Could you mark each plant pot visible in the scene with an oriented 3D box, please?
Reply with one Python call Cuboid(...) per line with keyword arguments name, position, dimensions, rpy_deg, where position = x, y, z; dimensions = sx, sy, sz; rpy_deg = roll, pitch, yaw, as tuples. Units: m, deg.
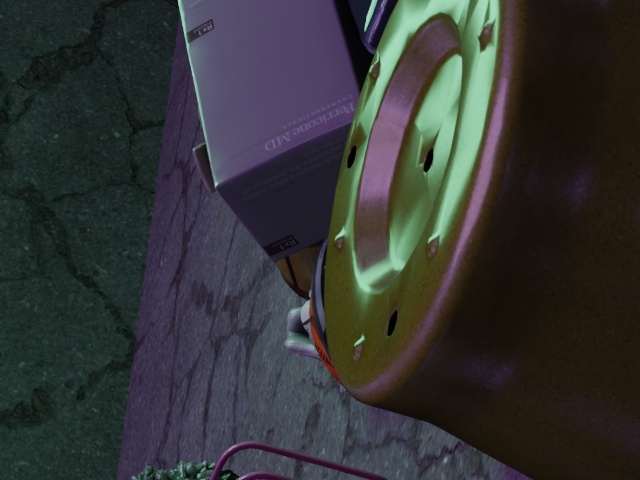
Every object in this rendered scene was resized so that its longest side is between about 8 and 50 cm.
Cuboid(name="plant pot", position=(0.201, 0.000, 0.905), dimensions=(0.366, 0.353, 0.366), rpy_deg=(-166, 90, -75))

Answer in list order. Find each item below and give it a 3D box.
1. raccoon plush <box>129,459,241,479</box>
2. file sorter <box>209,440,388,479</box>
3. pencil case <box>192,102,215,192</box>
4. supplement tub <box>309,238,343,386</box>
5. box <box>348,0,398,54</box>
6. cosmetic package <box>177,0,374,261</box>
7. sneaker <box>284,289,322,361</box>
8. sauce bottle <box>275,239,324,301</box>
Cuboid(name="raccoon plush", position=(-0.117, 0.467, 2.157), dimensions=(0.299, 0.216, 0.446), rpy_deg=(-127, 22, -55))
Cuboid(name="file sorter", position=(-0.014, 0.339, 1.701), dimensions=(0.290, 0.202, 0.182), rpy_deg=(-108, 38, -64))
Cuboid(name="pencil case", position=(0.062, -0.183, 1.625), dimensions=(0.410, 0.160, 0.183), rpy_deg=(-45, 14, -33))
Cuboid(name="supplement tub", position=(0.118, 0.026, 1.477), dimensions=(0.338, 0.207, 0.207), rpy_deg=(142, 140, -66))
Cuboid(name="box", position=(0.173, -0.268, 1.373), dimensions=(0.395, 0.294, 0.212), rpy_deg=(-104, 32, -60))
Cuboid(name="cosmetic package", position=(-0.021, -0.114, 1.367), dimensions=(0.127, 0.107, 0.238), rpy_deg=(-27, 43, 11))
Cuboid(name="sneaker", position=(0.050, 0.079, 1.862), dimensions=(0.292, 0.118, 0.110), rpy_deg=(140, 143, -64))
Cuboid(name="sauce bottle", position=(0.000, 0.000, 1.950), dimensions=(0.344, 0.111, 0.111), rpy_deg=(79, -161, -71))
